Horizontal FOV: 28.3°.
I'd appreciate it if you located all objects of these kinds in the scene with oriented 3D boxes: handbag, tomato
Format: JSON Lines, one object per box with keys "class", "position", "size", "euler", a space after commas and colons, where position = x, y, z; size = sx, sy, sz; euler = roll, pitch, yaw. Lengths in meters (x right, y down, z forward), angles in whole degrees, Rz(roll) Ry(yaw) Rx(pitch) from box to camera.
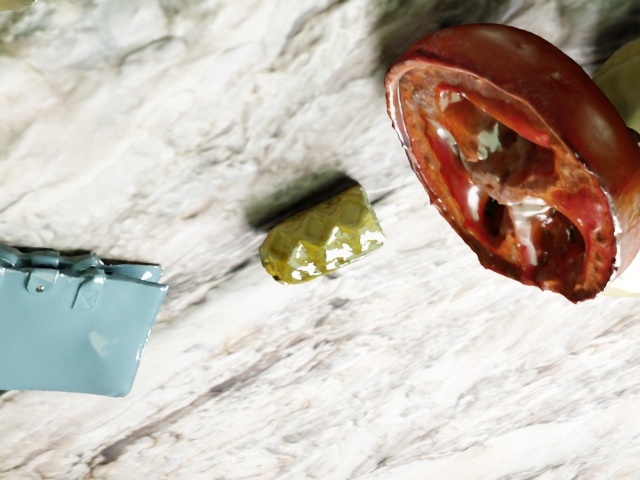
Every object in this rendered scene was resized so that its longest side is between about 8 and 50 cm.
{"class": "handbag", "position": [-0.252, 0.064, 1.075], "size": [0.221, 0.057, 0.144], "euler": [8, 131, -26]}
{"class": "tomato", "position": [0.156, -0.067, 0.937], "size": [0.101, 0.228, 0.228], "euler": [-39, 151, -24]}

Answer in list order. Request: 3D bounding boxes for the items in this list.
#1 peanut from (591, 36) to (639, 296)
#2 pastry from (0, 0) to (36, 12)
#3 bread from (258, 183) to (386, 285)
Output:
{"class": "peanut", "position": [0.283, -0.058, 1.004], "size": [0.174, 0.158, 0.340], "euler": [-8, 143, -15]}
{"class": "pastry", "position": [-0.324, -0.181, 0.650], "size": [0.330, 0.136, 0.329], "euler": [-10, 145, -7]}
{"class": "bread", "position": [0.000, 0.000, 1.067], "size": [0.110, 0.060, 0.066], "euler": [-27, 170, 14]}
